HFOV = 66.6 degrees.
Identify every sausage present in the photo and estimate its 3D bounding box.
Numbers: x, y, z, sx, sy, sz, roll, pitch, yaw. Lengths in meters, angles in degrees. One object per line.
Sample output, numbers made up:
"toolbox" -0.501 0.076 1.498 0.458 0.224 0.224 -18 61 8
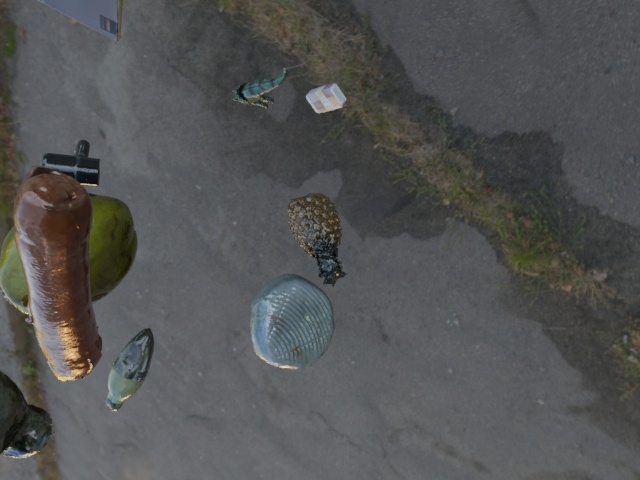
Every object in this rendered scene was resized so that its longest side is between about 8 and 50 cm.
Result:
"sausage" -0.371 0.077 0.704 0.094 0.094 0.419 17 134 -4

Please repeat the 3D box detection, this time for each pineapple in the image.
"pineapple" 0.000 0.000 1.794 0.202 0.201 0.362 -56 40 40

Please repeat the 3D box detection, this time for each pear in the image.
"pear" -0.566 0.027 1.105 0.269 0.321 0.269 22 136 24

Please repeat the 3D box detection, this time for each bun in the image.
"bun" -0.118 0.304 1.797 0.194 0.354 0.355 -8 112 60

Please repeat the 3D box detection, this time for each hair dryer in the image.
"hair dryer" -0.617 -0.210 1.228 0.124 0.219 0.072 6 123 -21

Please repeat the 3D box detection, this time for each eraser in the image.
"eraser" 0.014 -0.376 1.294 0.105 0.026 0.065 1 138 49

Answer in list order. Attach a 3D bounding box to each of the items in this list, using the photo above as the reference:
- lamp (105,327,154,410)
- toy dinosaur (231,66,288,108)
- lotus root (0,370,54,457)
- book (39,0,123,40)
"lamp" -0.538 0.365 1.385 0.101 0.101 0.250 29 91 17
"toy dinosaur" -0.191 -0.497 1.624 0.291 0.120 0.079 -1 86 37
"lotus root" -0.487 0.215 0.556 0.174 0.349 0.175 -6 77 28
"book" -0.289 -0.302 0.506 0.181 0.014 0.127 27 142 -7
